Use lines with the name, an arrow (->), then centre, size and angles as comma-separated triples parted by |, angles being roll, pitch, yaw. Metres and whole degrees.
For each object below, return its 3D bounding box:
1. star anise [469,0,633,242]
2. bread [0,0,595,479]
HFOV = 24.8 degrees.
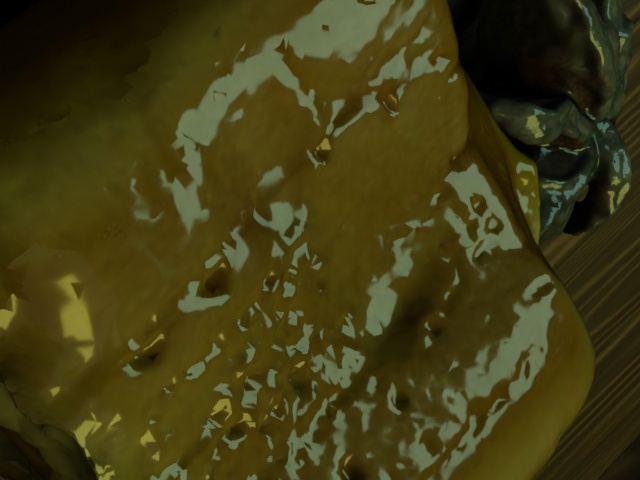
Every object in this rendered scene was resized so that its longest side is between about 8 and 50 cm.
star anise -> 0.185, -0.108, 1.109 | 0.316, 0.139, 0.359 | 92, 19, -55
bread -> -0.043, 0.018, 0.771 | 0.394, 0.250, 0.361 | -45, 115, -36
